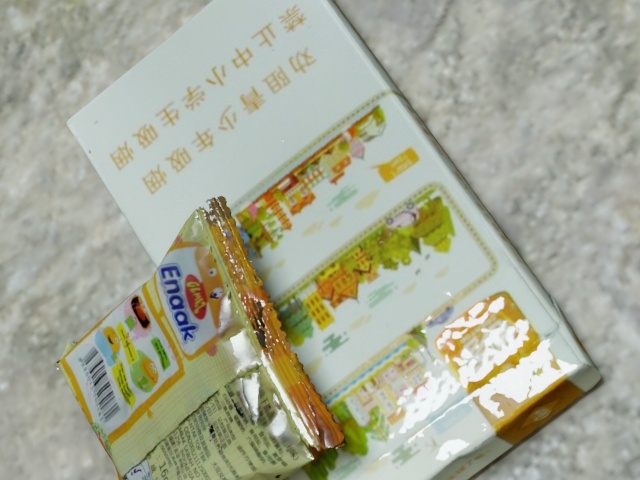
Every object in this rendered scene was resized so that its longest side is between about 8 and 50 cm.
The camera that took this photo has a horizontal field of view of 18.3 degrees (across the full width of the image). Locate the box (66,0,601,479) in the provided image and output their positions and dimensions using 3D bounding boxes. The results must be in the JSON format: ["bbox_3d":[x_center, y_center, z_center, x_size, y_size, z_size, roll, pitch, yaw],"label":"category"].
[{"bbox_3d":[0.000,0.000,0.778,0.122,0.032,0.220,-37,65,8],"label":"box"}]

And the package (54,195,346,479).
[{"bbox_3d":[-0.050,0.059,0.756,0.121,0.031,0.108,-44,66,40],"label":"package"}]
